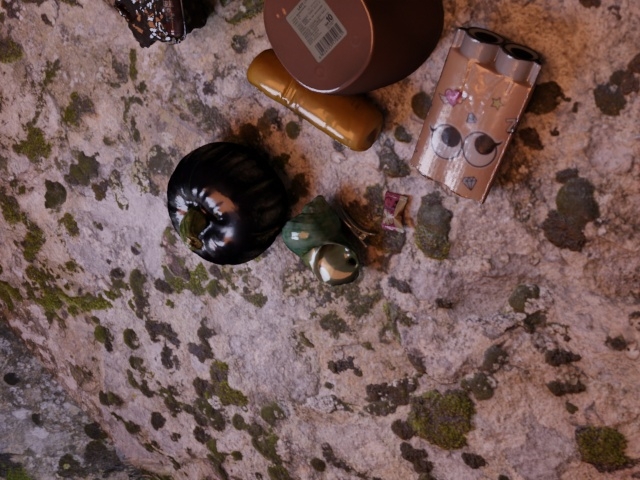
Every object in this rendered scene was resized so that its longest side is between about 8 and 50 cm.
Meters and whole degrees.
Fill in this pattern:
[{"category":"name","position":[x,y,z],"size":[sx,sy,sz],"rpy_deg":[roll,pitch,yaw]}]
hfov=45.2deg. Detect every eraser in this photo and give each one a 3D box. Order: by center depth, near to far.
[{"category":"eraser","position":[0.287,-0.231,1.429],"size":[0.171,0.087,0.290],"rpy_deg":[31,127,19]}]

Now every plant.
[{"category":"plant","position":[-0.358,-0.550,1.687],"size":[0.178,0.204,0.234],"rpy_deg":[1,118,32]}]

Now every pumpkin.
[{"category":"pumpkin","position":[-0.241,-0.075,1.768],"size":[0.296,0.296,0.296],"rpy_deg":[16,120,30]}]

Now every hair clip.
[{"category":"hair clip","position":[0.078,-0.038,1.714],"size":[0.115,0.030,0.039],"rpy_deg":[45,111,7]}]

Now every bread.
[{"category":"bread","position":[-0.005,-0.295,1.576],"size":[0.305,0.142,0.091],"rpy_deg":[35,126,14]}]

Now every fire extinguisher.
[{"category":"fire extinguisher","position":[-0.303,-0.480,1.595],"size":[0.064,0.043,0.158],"rpy_deg":[19,127,32]}]

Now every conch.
[{"category":"conch","position":[0.002,0.001,1.713],"size":[0.176,0.122,0.188],"rpy_deg":[10,139,34]}]

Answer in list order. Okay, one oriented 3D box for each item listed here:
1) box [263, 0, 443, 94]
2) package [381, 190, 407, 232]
[{"category":"box","position":[0.051,-0.411,1.435],"size":[0.301,0.216,0.301],"rpy_deg":[16,122,28]},{"category":"package","position":[0.158,-0.060,1.644],"size":[0.059,0.029,0.083],"rpy_deg":[17,110,37]}]
